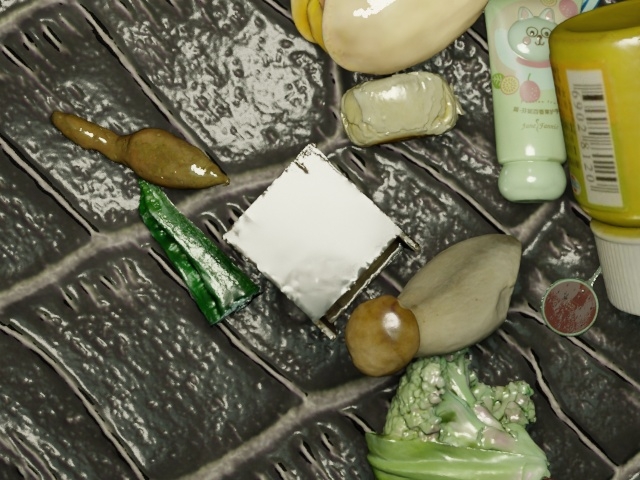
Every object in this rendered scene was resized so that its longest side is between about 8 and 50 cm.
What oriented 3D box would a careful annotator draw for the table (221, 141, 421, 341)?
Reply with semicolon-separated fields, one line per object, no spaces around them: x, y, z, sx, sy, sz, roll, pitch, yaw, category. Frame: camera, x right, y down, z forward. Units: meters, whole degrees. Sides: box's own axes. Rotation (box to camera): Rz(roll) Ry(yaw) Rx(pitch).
0.000;0.000;1.439;0.193;0.172;0.169;43;90;-2;table

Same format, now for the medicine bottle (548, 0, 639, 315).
0.437;-0.110;1.419;0.224;0.224;0.384;-16;108;-3;medicine bottle

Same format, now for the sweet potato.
-0.236;-0.119;1.465;0.270;0.075;0.074;20;92;11;sweet potato

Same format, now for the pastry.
0.104;-0.174;1.445;0.166;0.166;0.088;-11;93;-4;pastry

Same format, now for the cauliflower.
0.202;0.276;1.426;0.239;0.315;0.256;28;80;-45;cauliflower

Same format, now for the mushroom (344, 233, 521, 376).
0.162;0.079;1.410;0.350;0.128;0.128;-23;97;-47;mushroom

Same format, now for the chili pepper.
-0.177;0.005;1.488;0.088;0.059;0.227;-36;91;-6;chili pepper

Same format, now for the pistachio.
0.108;-0.351;1.391;0.309;0.230;0.230;-41;96;0;pistachio

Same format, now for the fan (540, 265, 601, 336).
0.371;0.076;1.557;0.085;0.005;0.133;39;91;-5;fan

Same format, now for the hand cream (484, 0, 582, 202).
0.291;-0.205;1.500;0.147;0.093;0.305;1;85;-3;hand cream

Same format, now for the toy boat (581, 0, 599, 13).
0.477;-0.265;1.529;0.291;0.067;0.220;25;93;6;toy boat
